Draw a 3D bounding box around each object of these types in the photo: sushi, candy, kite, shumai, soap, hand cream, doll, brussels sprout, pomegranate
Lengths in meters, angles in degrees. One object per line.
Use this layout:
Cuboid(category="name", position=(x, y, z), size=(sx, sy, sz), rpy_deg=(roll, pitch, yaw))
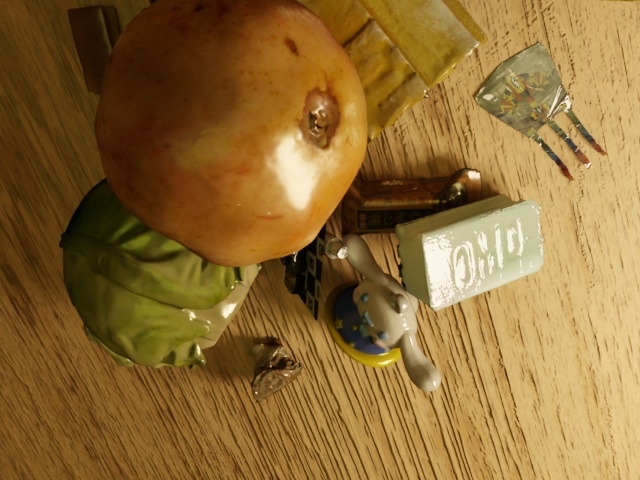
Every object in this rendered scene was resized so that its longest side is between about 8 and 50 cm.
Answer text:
Cuboid(category="sushi", position=(-0.055, 0.027, 1.136), size=(0.051, 0.192, 0.215), rpy_deg=(-6, 116, -21))
Cuboid(category="candy", position=(0.171, -0.068, 1.086), size=(0.272, 0.101, 0.143), rpy_deg=(0, 121, 8))
Cuboid(category="kite", position=(0.393, -0.215, 1.008), size=(0.245, 0.015, 0.141), rpy_deg=(46, 118, -6))
Cuboid(category="shumai", position=(-0.117, 0.286, 1.307), size=(0.145, 0.146, 0.116), rpy_deg=(-40, 79, 26))
Cuboid(category="soap", position=(0.270, 0.017, 1.025), size=(0.262, 0.094, 0.150), rpy_deg=(-17, 114, -20))
Cuboid(category="hand cream", position=(-0.001, 0.001, 1.116), size=(0.038, 0.216, 0.052), rpy_deg=(15, 97, -25))
Cuboid(category="doll", position=(0.134, 0.165, 1.113), size=(0.311, 0.160, 0.242), rpy_deg=(56, 137, 28))
Cuboid(category="brussels sprout", position=(-0.314, 0.039, 1.119), size=(0.361, 0.342, 0.425), rpy_deg=(32, 113, -7))
Cuboid(category="soap", position=(0.093, -0.352, 0.967), size=(0.259, 0.143, 0.281), rpy_deg=(-40, 93, 26))
Cuboid(category="pomegranate", position=(-0.134, -0.173, 0.861), size=(0.412, 0.411, 0.411), rpy_deg=(6, 114, 13))

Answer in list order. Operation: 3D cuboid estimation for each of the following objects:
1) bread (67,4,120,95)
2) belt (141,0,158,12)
Cuboid(category="bread", position=(-0.430, -0.347, 1.154), size=(0.088, 0.049, 0.226), rpy_deg=(0, 113, 15))
Cuboid(category="belt", position=(-0.179, -0.464, 0.927), size=(0.295, 0.160, 0.206), rpy_deg=(-36, 76, 10))
